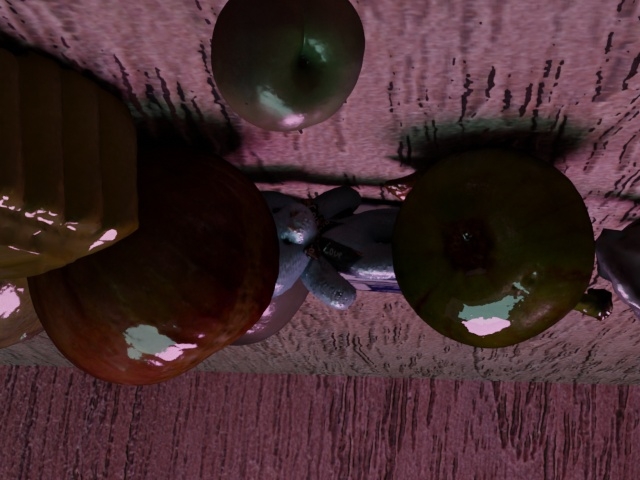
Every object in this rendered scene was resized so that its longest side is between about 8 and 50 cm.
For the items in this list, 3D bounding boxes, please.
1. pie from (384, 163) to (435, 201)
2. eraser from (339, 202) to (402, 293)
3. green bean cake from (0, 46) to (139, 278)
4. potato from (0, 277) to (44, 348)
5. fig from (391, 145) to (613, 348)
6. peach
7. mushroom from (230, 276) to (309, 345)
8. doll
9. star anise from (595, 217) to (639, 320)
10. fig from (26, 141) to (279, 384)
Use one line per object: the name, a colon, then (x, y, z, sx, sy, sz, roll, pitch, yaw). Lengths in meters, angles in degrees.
pie: (0.127, -0.032, 1.175, 0.088, 0.033, 0.191, -10, 160, 23)
eraser: (0.107, 0.014, 1.328, 0.210, 0.068, 0.124, 5, 167, -15)
green bean cake: (-0.259, -0.034, 0.923, 0.236, 0.124, 0.233, -12, 166, 26)
potato: (-0.306, 0.022, 1.252, 0.174, 0.159, 0.251, 28, 157, 2)
fig: (0.151, 0.011, 1.119, 0.151, 0.151, 0.259, -2, 173, 23)
peach: (-0.018, -0.096, 0.735, 0.083, 0.083, 0.083, 2, 170, 0)
mushroom: (-0.080, 0.036, 1.316, 0.141, 0.117, 0.188, 15, 161, -21)
doll: (-0.001, -0.002, 1.178, 0.180, 0.120, 0.075, -5, 151, 3)
star anise: (0.387, 0.051, 1.274, 0.360, 0.139, 0.316, 7, 175, -23)
fig: (-0.134, 0.007, 1.076, 0.205, 0.205, 0.205, 2, 170, 0)
